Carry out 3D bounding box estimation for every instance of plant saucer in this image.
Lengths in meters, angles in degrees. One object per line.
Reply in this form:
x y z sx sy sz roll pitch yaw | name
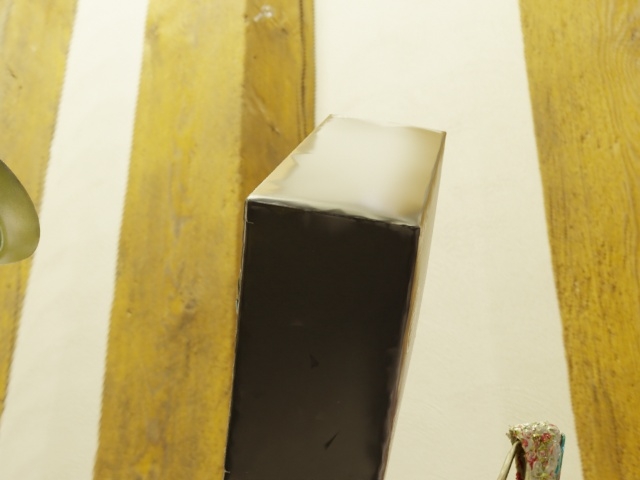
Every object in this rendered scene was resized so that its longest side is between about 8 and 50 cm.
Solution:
-0.471 -0.050 1.155 0.241 0.241 0.037 -4 -141 32 | plant saucer

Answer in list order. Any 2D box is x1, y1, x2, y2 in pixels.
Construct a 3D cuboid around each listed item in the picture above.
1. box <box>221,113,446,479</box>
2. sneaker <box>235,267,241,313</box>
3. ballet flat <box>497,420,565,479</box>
0.020 0.030 0.620 0.103 0.261 0.184 7 -71 9 | box
0.000 0.000 1.345 0.340 0.140 0.125 -57 -144 7 | sneaker
0.250 0.337 1.119 0.077 0.091 0.240 12 -117 0 | ballet flat
